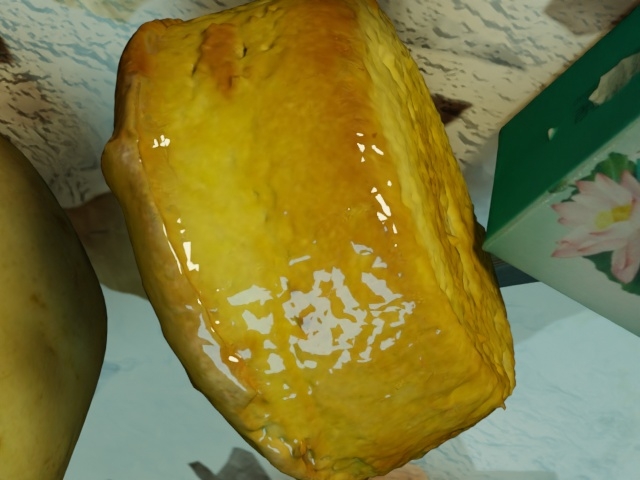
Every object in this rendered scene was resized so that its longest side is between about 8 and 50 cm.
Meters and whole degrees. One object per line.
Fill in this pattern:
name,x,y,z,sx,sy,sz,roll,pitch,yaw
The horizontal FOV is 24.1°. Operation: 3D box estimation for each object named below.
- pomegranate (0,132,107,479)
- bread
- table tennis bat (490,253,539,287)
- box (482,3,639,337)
pomegranate,-0.265,0.065,0.847,0.319,0.319,0.319,8,141,7
bread,0.000,0.000,0.730,0.145,0.268,0.268,-21,131,14
table tennis bat,0.043,0.028,0.913,0.220,0.019,0.130,-12,134,30
box,0.209,-0.052,0.711,0.153,0.092,0.245,28,139,-16
